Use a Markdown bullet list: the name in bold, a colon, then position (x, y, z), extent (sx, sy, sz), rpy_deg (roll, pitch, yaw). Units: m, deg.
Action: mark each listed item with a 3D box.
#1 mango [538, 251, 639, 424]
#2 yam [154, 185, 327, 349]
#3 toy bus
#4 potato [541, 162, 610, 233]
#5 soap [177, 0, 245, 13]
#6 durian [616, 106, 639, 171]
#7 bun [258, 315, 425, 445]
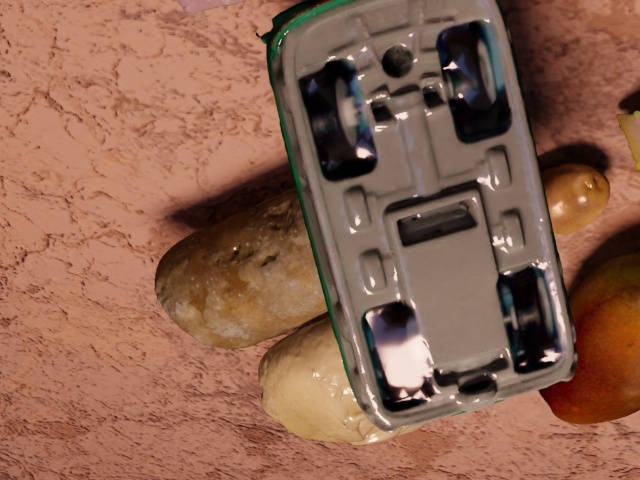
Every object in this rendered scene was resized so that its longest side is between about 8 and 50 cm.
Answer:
- **mango**: position (0.295, 0.095, 1.354), extent (0.133, 0.111, 0.267), rpy_deg (27, 144, 6)
- **yam**: position (0.000, 0.000, 1.307), extent (0.330, 0.133, 0.133), rpy_deg (-27, 128, 32)
- **toy bus**: position (0.073, -0.045, 1.085), extent (0.183, 0.199, 0.344), rpy_deg (-15, 108, -3)
- **potato**: position (0.222, -0.038, 1.247), extent (0.068, 0.062, 0.083), rpy_deg (-3, 175, -29)
- **soap**: position (-0.023, -0.313, 0.930), extent (0.285, 0.107, 0.296), rpy_deg (-11, 138, 23)
- **durian**: position (0.403, -0.084, 1.073), extent (0.351, 0.158, 0.169), rpy_deg (-22, 126, 40)
- **bun**: position (0.043, 0.138, 1.395), extent (0.220, 0.134, 0.220), rpy_deg (-20, 170, -4)
